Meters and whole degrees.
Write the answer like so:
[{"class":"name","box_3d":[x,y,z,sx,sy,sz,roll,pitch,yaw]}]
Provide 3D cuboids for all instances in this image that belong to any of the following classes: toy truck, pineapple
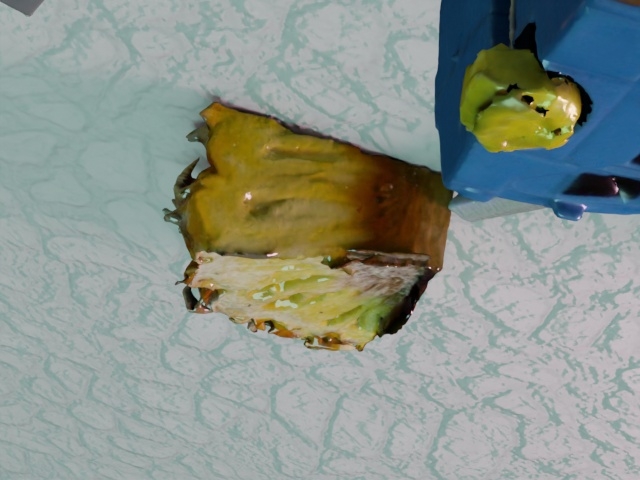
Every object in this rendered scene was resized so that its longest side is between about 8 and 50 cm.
[{"class":"toy truck","box_3d":[0.175,-0.147,0.644,0.162,0.161,0.385,12,149,-16]},{"class":"pineapple","box_3d":[0.000,0.000,1.014,0.186,0.115,0.236,-10,152,32]}]

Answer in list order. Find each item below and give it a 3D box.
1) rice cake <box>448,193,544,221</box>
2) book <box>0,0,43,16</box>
[{"class":"rice cake","box_3d":[0.161,-0.045,0.932,0.180,0.030,0.042,-14,145,37]},{"class":"book","box_3d":[-0.181,-0.198,0.825,0.127,0.014,0.181,27,146,-23]}]
